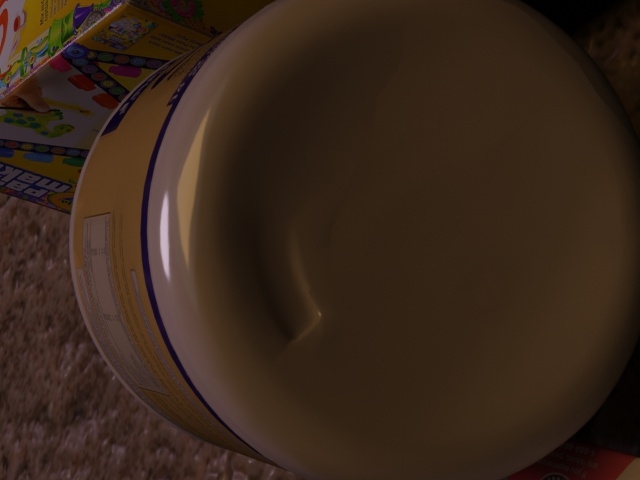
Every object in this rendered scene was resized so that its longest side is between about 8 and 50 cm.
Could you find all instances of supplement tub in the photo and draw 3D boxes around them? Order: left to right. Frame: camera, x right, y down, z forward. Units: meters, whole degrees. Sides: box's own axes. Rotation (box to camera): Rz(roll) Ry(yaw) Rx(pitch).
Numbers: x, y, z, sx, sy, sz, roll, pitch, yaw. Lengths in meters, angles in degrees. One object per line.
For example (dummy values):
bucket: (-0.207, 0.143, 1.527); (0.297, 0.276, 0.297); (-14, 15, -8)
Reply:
supplement tub: (0.000, 0.000, 0.918); (0.331, 0.241, 0.241); (176, 110, -72)

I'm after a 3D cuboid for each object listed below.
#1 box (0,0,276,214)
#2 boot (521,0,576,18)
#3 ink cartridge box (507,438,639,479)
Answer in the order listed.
box: (-0.152, -0.209, 1.313); (0.279, 0.177, 0.290); (-28, 55, 43)
boot: (0.215, -0.112, 0.848); (0.367, 0.146, 0.445); (-50, 45, 28)
ink cartridge box: (0.145, 0.213, 0.814); (0.158, 0.092, 0.218); (10, 81, 53)
